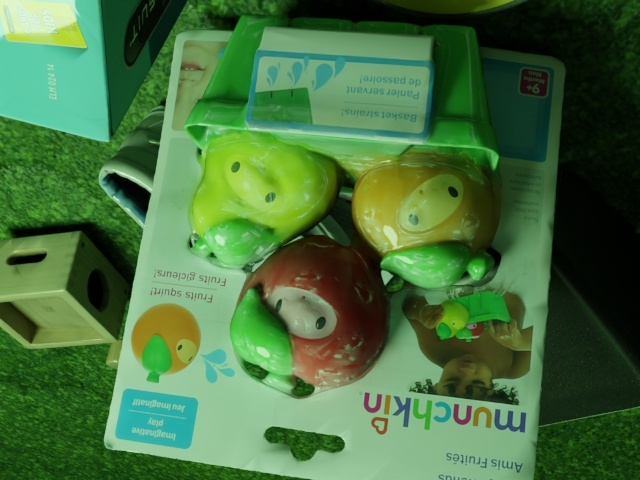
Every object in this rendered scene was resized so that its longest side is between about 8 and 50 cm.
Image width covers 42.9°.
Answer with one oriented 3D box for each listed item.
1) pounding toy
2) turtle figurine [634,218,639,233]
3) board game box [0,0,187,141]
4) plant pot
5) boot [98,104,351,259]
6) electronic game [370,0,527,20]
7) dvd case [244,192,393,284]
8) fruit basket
[{"bbox_3d":[-0.282,0.076,0.999,0.181,0.094,0.206,-6,145,15],"label":"pounding toy"},{"bbox_3d":[0.412,-0.035,0.658,0.198,0.274,0.266,32,117,6],"label":"turtle figurine"},{"bbox_3d":[-0.114,-0.264,0.435,0.079,0.253,0.336,14,139,1],"label":"board game box"},{"bbox_3d":[0.203,0.046,0.769,0.187,0.188,0.167,-22,115,34],"label":"plant pot"},{"bbox_3d":[-0.087,-0.010,0.774,0.258,0.123,0.095,38,137,-6],"label":"boot"},{"bbox_3d":[0.087,-0.251,0.552,0.229,0.048,0.229,8,139,7],"label":"electronic game"},{"bbox_3d":[0.000,0.000,0.874,0.179,0.029,0.238,23,138,-10],"label":"dvd case"},{"bbox_3d":[0.012,0.002,0.624,0.327,0.353,0.165,7,162,9],"label":"fruit basket"}]
